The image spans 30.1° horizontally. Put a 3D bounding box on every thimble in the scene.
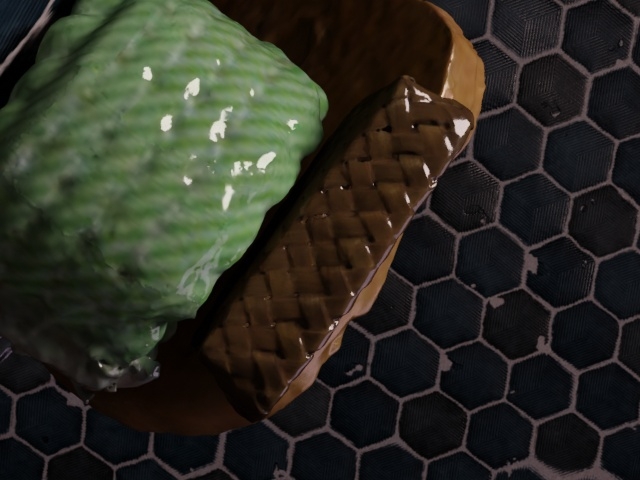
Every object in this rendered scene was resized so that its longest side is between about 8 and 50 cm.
[{"bbox_3d":[-0.108,-0.030,0.643,0.219,0.150,0.219,-53,-174,8],"label":"thimble"}]

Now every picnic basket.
[{"bbox_3d":[0.000,0.000,0.619,0.193,0.055,0.110,-56,-173,-4],"label":"picnic basket"}]

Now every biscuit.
[{"bbox_3d":[-0.072,-0.043,0.837,0.385,0.062,0.365,31,-92,50],"label":"biscuit"}]

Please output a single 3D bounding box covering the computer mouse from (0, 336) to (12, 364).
[{"bbox_3d":[-0.301,0.069,1.017,0.231,0.071,0.126,-50,175,-4],"label":"computer mouse"}]
